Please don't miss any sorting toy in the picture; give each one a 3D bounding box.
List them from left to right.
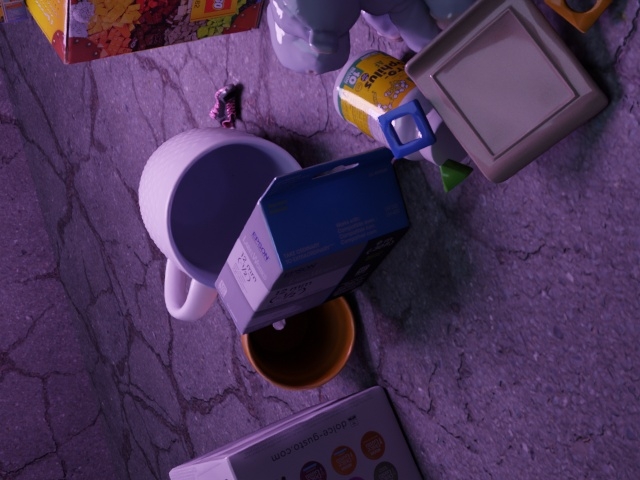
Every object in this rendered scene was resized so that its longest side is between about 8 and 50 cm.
[{"bbox_3d":[0.229,-0.195,1.159,0.347,0.047,0.196,-39,91,35],"label":"sorting toy"}]

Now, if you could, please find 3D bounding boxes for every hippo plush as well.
[{"bbox_3d":[0.059,-0.302,1.187,0.234,0.236,0.294,44,158,7],"label":"hippo plush"}]

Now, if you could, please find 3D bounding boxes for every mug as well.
[{"bbox_3d":[-0.215,-0.031,1.768,0.328,0.276,0.374,28,103,62],"label":"mug"}]

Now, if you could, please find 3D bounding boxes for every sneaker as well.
[{"bbox_3d":[-0.182,-0.262,1.860,0.057,0.047,0.119,55,154,14],"label":"sneaker"}]

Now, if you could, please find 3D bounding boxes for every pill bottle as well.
[{"bbox_3d":[0.121,-0.184,1.333,0.208,0.117,0.118,39,137,43],"label":"pill bottle"}]

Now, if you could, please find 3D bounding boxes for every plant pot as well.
[{"bbox_3d":[-0.058,0.162,1.763,0.188,0.205,0.205,-172,66,-74],"label":"plant pot"}]

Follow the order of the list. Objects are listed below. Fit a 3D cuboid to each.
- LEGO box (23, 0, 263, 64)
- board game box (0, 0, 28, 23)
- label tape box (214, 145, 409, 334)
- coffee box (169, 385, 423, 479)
[{"bbox_3d":[-0.376,-0.564,1.678,0.500,0.372,0.193,52,144,28],"label":"LEGO box"},{"bbox_3d":[-0.597,-0.416,1.551,0.035,0.201,0.136,17,119,54],"label":"board game box"},{"bbox_3d":[0.000,0.000,1.501,0.115,0.249,0.348,62,148,16],"label":"label tape box"},{"bbox_3d":[-0.029,0.503,1.740,0.338,0.337,0.335,-33,78,58],"label":"coffee box"}]
